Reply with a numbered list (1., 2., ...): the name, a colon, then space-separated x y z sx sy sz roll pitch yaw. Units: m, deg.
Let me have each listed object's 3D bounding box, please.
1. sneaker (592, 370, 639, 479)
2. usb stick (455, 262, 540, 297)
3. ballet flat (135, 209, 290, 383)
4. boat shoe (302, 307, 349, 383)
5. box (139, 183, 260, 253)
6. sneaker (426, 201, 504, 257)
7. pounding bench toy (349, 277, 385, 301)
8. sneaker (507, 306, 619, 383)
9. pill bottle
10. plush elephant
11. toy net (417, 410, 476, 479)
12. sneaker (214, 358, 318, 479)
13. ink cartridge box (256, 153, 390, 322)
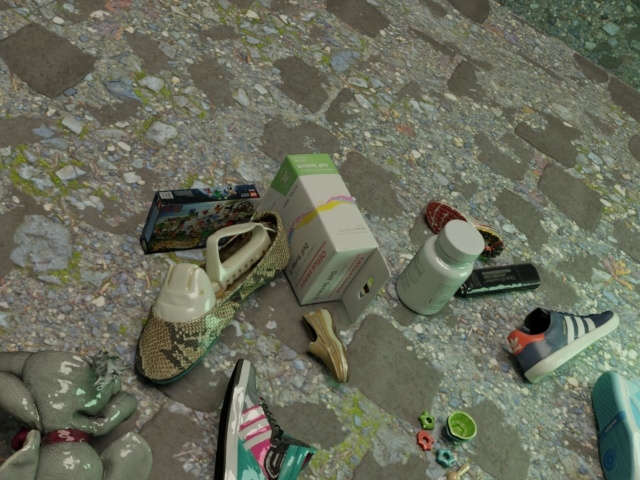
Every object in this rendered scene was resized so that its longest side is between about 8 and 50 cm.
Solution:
1. sneaker: 0.760 0.460 1.963 0.208 0.127 0.319 19 46 -11
2. usb stick: 0.453 0.102 2.179 0.278 0.045 0.077 -5 61 -32
3. ballet flat: -0.221 0.079 1.733 0.164 0.182 0.483 17 39 25
4. boat shoe: 0.006 0.230 1.816 0.072 0.068 0.190 -7 44 -18
5. box: -0.262 -0.047 1.844 0.233 0.159 0.044 -7 53 -33
6. sneaker: 0.381 -0.032 2.248 0.225 0.088 0.092 32 23 1
7. pounding bench toy: 0.106 0.122 1.966 0.083 0.065 0.052 29 32 -50
8. sneaker: 0.598 0.216 2.090 0.350 0.131 0.148 -20 67 -39
9. pill bottle: 0.283 0.061 1.989 0.131 0.229 0.131 15 46 -16
10. plush elephant: -0.421 0.319 1.371 0.272 0.330 0.255 21 67 -34
11. toy net: 0.264 0.456 1.755 0.122 0.045 0.232 19 45 -13
12. sneaker: -0.095 0.367 1.584 0.179 0.123 0.295 12 53 -13
13. ink cartridge box: 0.000 0.000 1.907 0.119 0.207 0.353 -5 54 -34
